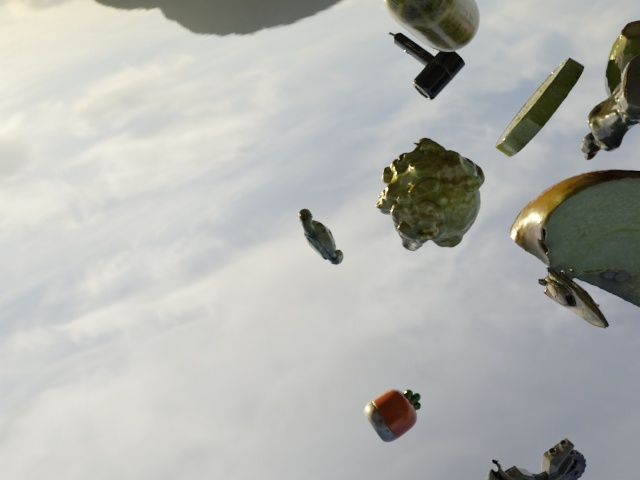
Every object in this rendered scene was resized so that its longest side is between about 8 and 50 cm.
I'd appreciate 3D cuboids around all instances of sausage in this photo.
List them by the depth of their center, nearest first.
[{"bbox_3d":[0.201,-0.413,1.233,0.123,0.123,0.347,-3,-178,25],"label":"sausage"}]

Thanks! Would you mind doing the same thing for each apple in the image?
[{"bbox_3d":[0.466,0.004,1.075,0.254,0.346,0.179,-20,-131,68],"label":"apple"}]

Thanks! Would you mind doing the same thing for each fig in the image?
[{"bbox_3d":[0.674,-0.335,1.418,0.230,0.207,0.207,5,-168,-35],"label":"fig"}]

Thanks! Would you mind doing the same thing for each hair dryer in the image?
[{"bbox_3d":[0.241,-0.455,1.739,0.124,0.071,0.219,-45,-114,4],"label":"hair dryer"}]

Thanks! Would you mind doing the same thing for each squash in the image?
[{"bbox_3d":[0.484,-0.298,1.560,0.049,0.252,0.252,36,-140,1],"label":"squash"}]

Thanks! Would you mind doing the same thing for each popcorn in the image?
[{"bbox_3d":[0.299,-0.115,1.940,0.312,0.312,0.312,-13,-153,6],"label":"popcorn"}]

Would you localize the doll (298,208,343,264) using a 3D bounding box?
[{"bbox_3d":[0.000,0.000,1.987,0.071,0.214,0.103,-27,-149,16],"label":"doll"}]

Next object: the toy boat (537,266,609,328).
[{"bbox_3d":[0.601,0.138,1.641,0.066,0.084,0.210,-18,-142,-17],"label":"toy boat"}]

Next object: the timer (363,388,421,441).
[{"bbox_3d":[0.159,0.361,1.486,0.136,0.099,0.136,-40,-176,3],"label":"timer"}]

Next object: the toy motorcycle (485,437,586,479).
[{"bbox_3d":[0.383,0.436,1.283,0.215,0.122,0.080,-34,-159,-5],"label":"toy motorcycle"}]

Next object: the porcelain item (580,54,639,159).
[{"bbox_3d":[0.416,-0.173,0.980,0.069,0.216,0.081,10,-105,2],"label":"porcelain item"}]
